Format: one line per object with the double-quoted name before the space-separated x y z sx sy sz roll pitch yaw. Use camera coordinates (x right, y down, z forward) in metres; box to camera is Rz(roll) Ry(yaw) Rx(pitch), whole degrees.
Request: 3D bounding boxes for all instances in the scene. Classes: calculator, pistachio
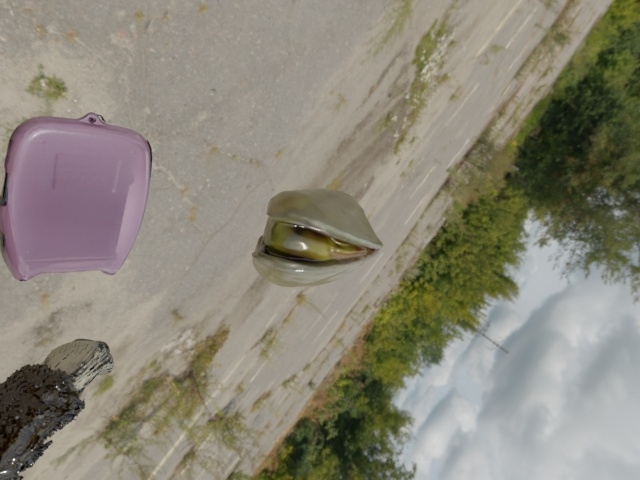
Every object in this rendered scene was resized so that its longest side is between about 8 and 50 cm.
"calculator" -0.356 -0.050 0.618 0.194 0.043 0.294 -1 129 -41
"pistachio" 0.000 0.000 0.692 0.288 0.197 0.166 -26 132 -68

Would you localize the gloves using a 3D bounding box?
"gloves" -0.560 0.318 0.791 0.312 0.210 0.135 -68 163 -48
